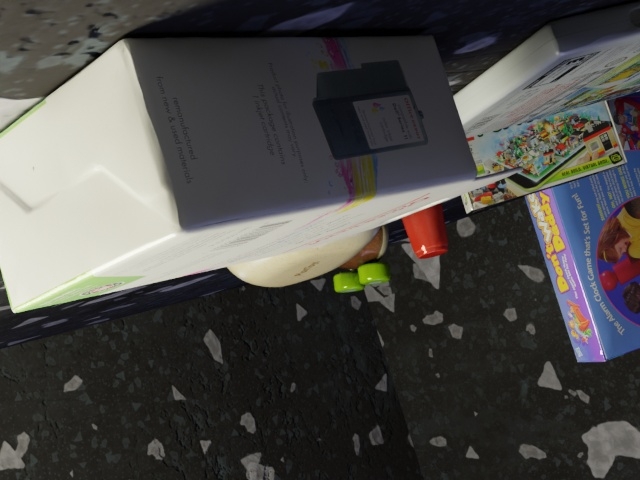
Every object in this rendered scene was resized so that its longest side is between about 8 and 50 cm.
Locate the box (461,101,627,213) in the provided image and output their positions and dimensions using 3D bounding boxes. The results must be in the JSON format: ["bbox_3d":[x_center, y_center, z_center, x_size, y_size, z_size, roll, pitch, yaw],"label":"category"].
[{"bbox_3d":[0.265,-0.117,1.264,0.207,0.114,0.036,-18,176,-5],"label":"box"}]

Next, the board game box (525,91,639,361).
[{"bbox_3d":[0.416,-0.034,1.387,0.233,0.347,0.078,-16,177,-16],"label":"board game box"}]

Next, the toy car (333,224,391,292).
[{"bbox_3d":[0.000,0.000,1.613,0.188,0.155,0.149,0,168,-31],"label":"toy car"}]

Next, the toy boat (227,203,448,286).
[{"bbox_3d":[0.021,-0.038,1.284,0.318,0.148,0.267,-6,166,-30],"label":"toy boat"}]

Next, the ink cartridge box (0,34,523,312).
[{"bbox_3d":[-0.036,-0.057,0.734,0.353,0.119,0.207,-12,173,-46],"label":"ink cartridge box"}]

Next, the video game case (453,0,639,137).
[{"bbox_3d":[0.287,-0.182,1.036,0.300,0.036,0.329,-16,175,-17],"label":"video game case"}]
